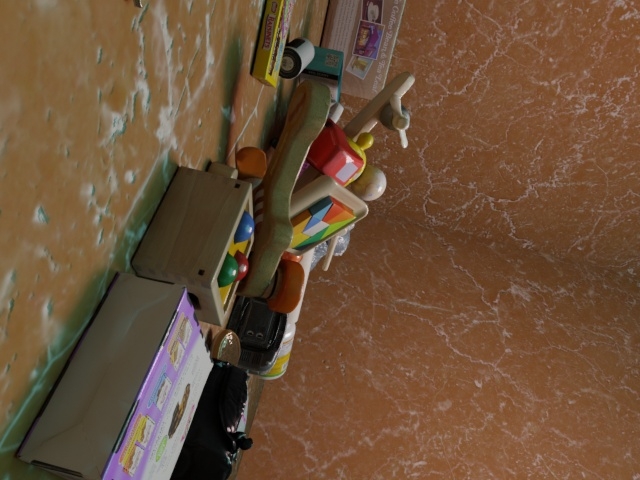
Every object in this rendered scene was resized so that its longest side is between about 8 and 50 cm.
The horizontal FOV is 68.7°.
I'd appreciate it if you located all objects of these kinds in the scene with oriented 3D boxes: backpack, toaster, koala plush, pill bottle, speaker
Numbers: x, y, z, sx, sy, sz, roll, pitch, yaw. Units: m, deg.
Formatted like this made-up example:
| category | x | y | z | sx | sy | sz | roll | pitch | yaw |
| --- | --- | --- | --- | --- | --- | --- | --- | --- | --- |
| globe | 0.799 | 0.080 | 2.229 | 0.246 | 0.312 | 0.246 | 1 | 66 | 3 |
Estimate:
| category | x | y | z | sx | sy | sz | roll | pitch | yaw |
| --- | --- | --- | --- | --- | --- | --- | --- | --- | --- |
| backpack | -0.170 | 0.238 | 0.640 | 0.115 | 0.152 | 0.182 | -60 | -174 | 15 |
| toaster | -0.148 | 0.211 | 1.104 | 0.146 | 0.129 | 0.226 | 110 | -6 | -62 |
| koala plush | 0.000 | 0.000 | 1.531 | 0.196 | 0.222 | 0.203 | 104 | -30 | -53 |
| pill bottle | -0.155 | 0.308 | 1.488 | 0.136 | 0.137 | 0.245 | -73 | 176 | -62 |
| speaker | -0.048 | -0.343 | 0.878 | 0.136 | 0.055 | 0.055 | -72 | 176 | -58 |

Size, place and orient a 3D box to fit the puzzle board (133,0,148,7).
| category | x | y | z | sx | sy | sz | roll | pitch | yaw |
| --- | --- | --- | --- | --- | --- | --- | --- | --- | --- |
| puzzle board | -0.113 | -0.242 | 0.331 | 0.096 | 0.011 | 0.128 | 100 | 4 | -55 |

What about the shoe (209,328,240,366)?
| category | x | y | z | sx | sy | sz | roll | pitch | yaw |
| --- | --- | --- | --- | --- | --- | --- | --- | --- | --- |
| shoe | -0.206 | 0.262 | 0.930 | 0.076 | 0.058 | 0.218 | -38 | 143 | -54 |

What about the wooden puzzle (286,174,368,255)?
| category | x | y | z | sx | sy | sz | roll | pitch | yaw |
| --- | --- | --- | --- | --- | --- | --- | --- | --- | --- |
| wooden puzzle | -0.019 | -0.037 | 1.022 | 0.239 | 0.221 | 0.044 | 27 | 35 | -63 |

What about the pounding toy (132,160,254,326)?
| category | x | y | z | sx | sy | sz | roll | pitch | yaw |
| --- | --- | --- | --- | --- | --- | --- | --- | --- | --- |
| pounding toy | -0.122 | -0.008 | 0.574 | 0.181 | 0.094 | 0.205 | 101 | 4 | -60 |

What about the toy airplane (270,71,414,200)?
| category | x | y | z | sx | sy | sz | roll | pitch | yaw |
| --- | --- | --- | --- | --- | --- | --- | --- | --- | --- |
| toy airplane | 0.045 | -0.203 | 1.146 | 0.384 | 0.272 | 0.386 | -53 | -171 | -33 |

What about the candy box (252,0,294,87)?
| category | x | y | z | sx | sy | sz | roll | pitch | yaw |
| --- | --- | --- | --- | --- | --- | --- | --- | --- | --- |
| candy box | -0.065 | -0.351 | 0.732 | 0.105 | 0.027 | 0.205 | -84 | -172 | -78 |

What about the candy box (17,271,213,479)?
| category | x | y | z | sx | sy | sz | roll | pitch | yaw |
| --- | --- | --- | --- | --- | --- | --- | --- | --- | --- |
| candy box | -0.175 | 0.154 | 0.457 | 0.196 | 0.070 | 0.164 | 97 | 7 | -55 |

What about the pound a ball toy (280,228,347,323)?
| category | x | y | z | sx | sy | sz | roll | pitch | yaw |
| --- | --- | --- | --- | --- | --- | --- | --- | --- | --- |
| pound a ball toy | -0.055 | 0.075 | 1.292 | 0.135 | 0.208 | 0.319 | -104 | -154 | -64 |

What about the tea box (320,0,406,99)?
| category | x | y | z | sx | sy | sz | roll | pitch | yaw |
| --- | --- | --- | --- | --- | --- | --- | --- | --- | --- |
| tea box | 0.131 | -0.643 | 1.499 | 0.323 | 0.220 | 0.328 | -74 | 177 | -68 |

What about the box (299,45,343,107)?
| category | x | y | z | sx | sy | sz | roll | pitch | yaw |
| --- | --- | --- | --- | --- | --- | --- | --- | --- | --- |
| box | 0.002 | -0.413 | 1.213 | 0.244 | 0.101 | 0.060 | 89 | 14 | -86 |

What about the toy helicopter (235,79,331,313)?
| category | x | y | z | sx | sy | sz | roll | pitch | yaw |
| --- | --- | --- | --- | --- | --- | --- | --- | --- | --- |
| toy helicopter | -0.074 | -0.077 | 0.727 | 0.354 | 0.140 | 0.235 | -64 | -154 | 23 |

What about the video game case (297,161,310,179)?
| category | x | y | z | sx | sy | sz | roll | pitch | yaw |
| --- | --- | --- | --- | --- | --- | --- | --- | --- | --- |
| video game case | -0.086 | -0.133 | 1.669 | 0.210 | 0.042 | 0.232 | 100 | 4 | -50 |
